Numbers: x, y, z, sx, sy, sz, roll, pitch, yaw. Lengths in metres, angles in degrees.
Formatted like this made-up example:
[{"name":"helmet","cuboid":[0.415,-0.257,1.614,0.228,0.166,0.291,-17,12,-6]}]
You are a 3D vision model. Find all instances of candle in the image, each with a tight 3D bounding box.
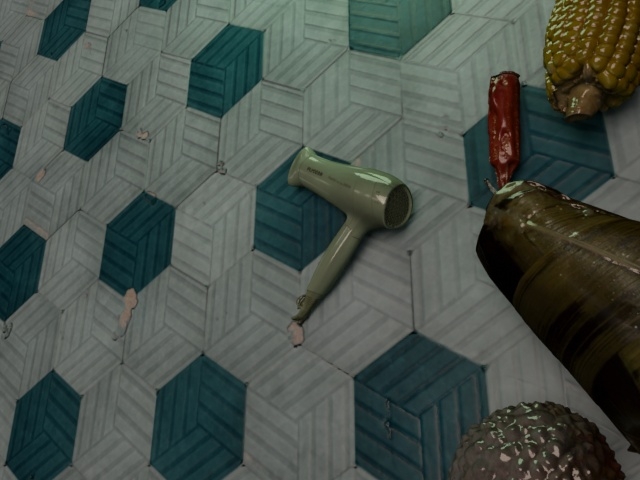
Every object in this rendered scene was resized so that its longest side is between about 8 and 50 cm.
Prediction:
[{"name":"candle","cuboid":[0.223,-0.131,0.736,0.048,0.053,0.162,-6,71,35]}]

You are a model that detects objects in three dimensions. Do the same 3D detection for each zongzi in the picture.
[{"name":"zongzi","cuboid":[0.333,0.014,0.578,0.288,0.134,0.286,-32,53,0]}]

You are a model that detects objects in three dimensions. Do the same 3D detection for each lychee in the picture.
[{"name":"lychee","cuboid":[0.196,0.240,0.550,0.165,0.197,0.165,5,49,-6]}]

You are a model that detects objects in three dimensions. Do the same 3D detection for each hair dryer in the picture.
[{"name":"hair dryer","cuboid":[0.000,0.000,0.820,0.206,0.075,0.237,25,93,42]}]

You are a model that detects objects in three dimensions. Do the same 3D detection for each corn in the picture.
[{"name":"corn","cuboid":[0.335,-0.281,0.691,0.119,0.119,0.321,8,71,33]}]
